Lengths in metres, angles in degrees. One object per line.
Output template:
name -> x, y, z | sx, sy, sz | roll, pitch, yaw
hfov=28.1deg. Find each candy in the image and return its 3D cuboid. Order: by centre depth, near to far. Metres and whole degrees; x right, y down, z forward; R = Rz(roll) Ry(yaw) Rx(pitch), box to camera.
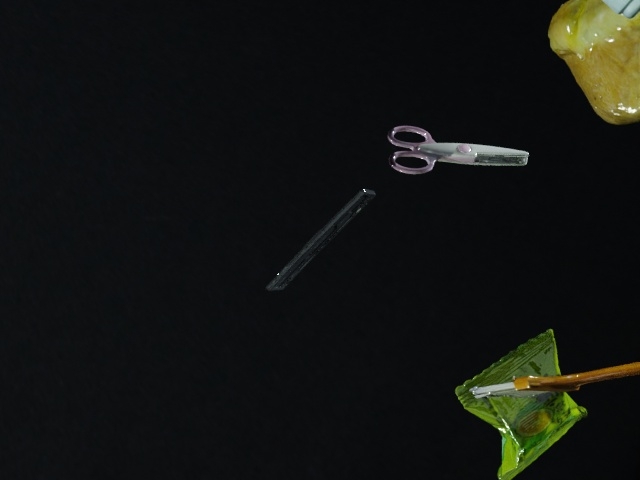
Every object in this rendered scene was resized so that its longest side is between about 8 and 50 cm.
candy -> 0.259, 0.215, 1.603 | 0.149, 0.069, 0.246 | -36, -46, -4

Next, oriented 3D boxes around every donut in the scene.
donut -> 0.326, -0.195, 1.116 | 0.261, 0.208, 0.128 | -26, -88, -26

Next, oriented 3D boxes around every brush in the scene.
brush -> 0.298, 0.137, 1.318 | 0.090, 0.314, 0.017 | 8, -107, -41

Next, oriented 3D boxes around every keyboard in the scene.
keyboard -> 0.000, 0.000, 1.392 | 0.155, 0.053, 0.010 | -45, -102, 10

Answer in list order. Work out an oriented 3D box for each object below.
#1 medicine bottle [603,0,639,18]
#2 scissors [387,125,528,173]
medicine bottle -> 0.142, -0.244, 0.832 | 0.229, 0.083, 0.121 | 44, -57, 3
scissors -> 0.172, -0.109, 1.590 | 0.176, 0.085, 0.022 | 4, -45, -4
